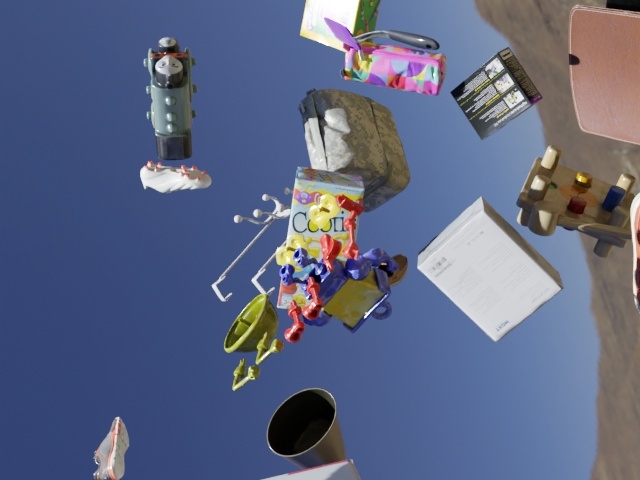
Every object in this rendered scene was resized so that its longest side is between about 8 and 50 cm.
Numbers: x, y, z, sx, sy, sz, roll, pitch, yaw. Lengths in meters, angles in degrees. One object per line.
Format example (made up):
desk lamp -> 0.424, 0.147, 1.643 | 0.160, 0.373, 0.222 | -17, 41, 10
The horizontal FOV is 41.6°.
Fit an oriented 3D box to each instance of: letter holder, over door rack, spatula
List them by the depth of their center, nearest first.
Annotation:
letter holder -> 0.623, -0.356, 1.667 | 0.152, 0.214, 0.301 | -46, -44, -28
spatula -> 0.120, -0.415, 1.712 | 0.084, 0.296, 0.030 | 45, -111, -47
over door rack -> -0.148, -0.008, 2.147 | 0.108, 0.239, 0.324 | 39, -116, -23

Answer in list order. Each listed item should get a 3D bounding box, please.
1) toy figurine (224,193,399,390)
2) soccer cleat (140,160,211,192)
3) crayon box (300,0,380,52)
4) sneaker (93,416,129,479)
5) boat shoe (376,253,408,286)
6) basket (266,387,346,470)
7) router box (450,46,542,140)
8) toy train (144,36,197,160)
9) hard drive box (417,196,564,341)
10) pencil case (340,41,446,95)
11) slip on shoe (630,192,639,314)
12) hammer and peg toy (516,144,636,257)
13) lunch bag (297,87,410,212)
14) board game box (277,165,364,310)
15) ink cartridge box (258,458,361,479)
toy figurine -> 0.024, 0.119, 1.415 | 0.217, 0.362, 0.191 | 25, -153, -30
soccer cleat -> -0.373, -0.155, 2.186 | 0.068, 0.196, 0.076 | -58, -25, -55
crayon box -> 0.059, -0.591, 1.963 | 0.081, 0.165, 0.278 | -14, -56, -46
sneaker -> -0.434, 0.425, 1.719 | 0.158, 0.065, 0.061 | -98, -9, -60
boat shoe -> 0.178, 0.082, 2.195 | 0.178, 0.064, 0.060 | -38, -29, -42
basket -> -0.020, 0.522, 2.207 | 0.154, 0.204, 0.227 | 35, 160, 35
router box -> 0.378, -0.315, 1.825 | 0.046, 0.179, 0.133 | -31, -93, -32
toy train -> -0.403, -0.378, 2.291 | 0.334, 0.142, 0.190 | 97, 166, -45
hard drive box -> 0.340, 0.060, 1.695 | 0.232, 0.181, 0.089 | 44, -160, -9
pencil case -> 0.163, -0.389, 1.886 | 0.104, 0.236, 0.104 | 11, -90, -85
slip on shoe -> 0.635, 0.065, 1.516 | 0.101, 0.123, 0.331 | -113, 4, -66
hammer and peg toy -> 0.579, -0.065, 1.897 | 0.361, 0.266, 0.127 | -52, -19, -54
lunch bag -> 0.073, -0.257, 2.314 | 0.256, 0.213, 0.305 | 18, -129, -44
board game box -> 0.000, 0.000, 1.768 | 0.144, 0.142, 0.275 | -89, 8, -75
ink cartridge box -> -0.019, 0.699, 1.792 | 0.160, 0.279, 0.384 | -133, 32, -74
